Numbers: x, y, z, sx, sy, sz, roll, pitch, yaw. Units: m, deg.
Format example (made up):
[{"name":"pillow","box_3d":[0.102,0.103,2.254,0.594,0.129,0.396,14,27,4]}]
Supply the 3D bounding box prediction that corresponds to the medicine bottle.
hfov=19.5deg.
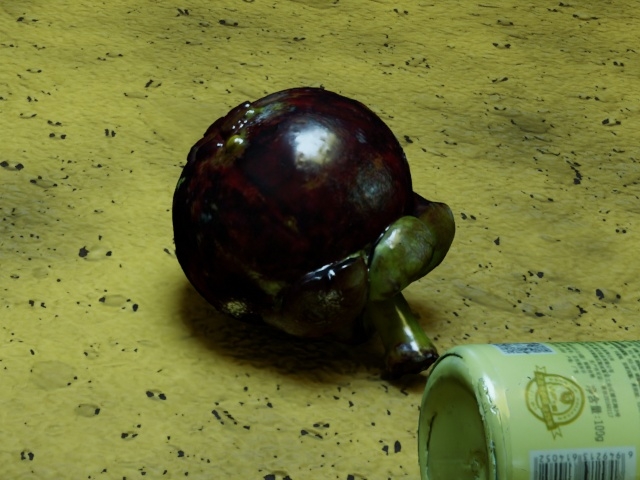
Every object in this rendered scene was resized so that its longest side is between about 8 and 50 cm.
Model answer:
[{"name":"medicine bottle","box_3d":[0.179,0.113,1.025,0.239,0.124,0.124,0,28,-19]}]

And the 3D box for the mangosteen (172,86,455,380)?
[{"name":"mangosteen","box_3d":[-0.004,-0.011,1.181,0.184,0.172,0.172,28,20,-23]}]
